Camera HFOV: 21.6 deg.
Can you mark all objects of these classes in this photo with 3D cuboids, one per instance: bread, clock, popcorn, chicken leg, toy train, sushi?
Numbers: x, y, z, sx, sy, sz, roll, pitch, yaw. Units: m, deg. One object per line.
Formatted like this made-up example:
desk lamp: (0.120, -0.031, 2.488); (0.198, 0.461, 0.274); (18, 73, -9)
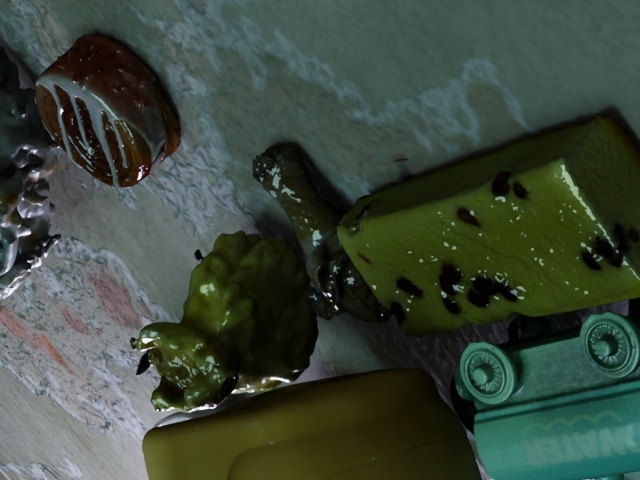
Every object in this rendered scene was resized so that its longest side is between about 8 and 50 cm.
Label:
bread: (-0.222, -0.132, 1.730); (0.160, 0.073, 0.160); (34, 150, 23)
bread: (0.147, 0.000, 1.407); (0.138, 0.077, 0.361); (53, 151, -11)
clock: (0.001, 0.217, 1.553); (0.317, 0.244, 0.200); (-33, 75, 57)
popcorn: (-0.091, 0.084, 1.705); (0.173, 0.195, 0.168); (30, 129, 34)
chicken leg: (0.004, 0.001, 1.605); (0.196, 0.080, 0.125); (59, 162, -22)
toy train: (0.220, 0.131, 1.389); (0.248, 0.101, 0.159); (-16, 90, 44)
sushi: (-0.454, -0.105, 1.975); (0.417, 0.176, 0.417); (33, 143, 30)

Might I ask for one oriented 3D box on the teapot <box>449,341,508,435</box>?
teapot: (0.192, 0.134, 1.541); (0.091, 0.124, 0.092); (-50, 43, 45)

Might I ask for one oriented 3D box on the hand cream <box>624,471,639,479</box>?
hand cream: (0.300, 0.232, 1.538); (0.109, 0.067, 0.320); (22, 148, 38)

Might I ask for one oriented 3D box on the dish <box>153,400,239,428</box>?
dish: (-0.096, 0.283, 2.100); (0.212, 0.077, 0.151); (52, 153, -12)
